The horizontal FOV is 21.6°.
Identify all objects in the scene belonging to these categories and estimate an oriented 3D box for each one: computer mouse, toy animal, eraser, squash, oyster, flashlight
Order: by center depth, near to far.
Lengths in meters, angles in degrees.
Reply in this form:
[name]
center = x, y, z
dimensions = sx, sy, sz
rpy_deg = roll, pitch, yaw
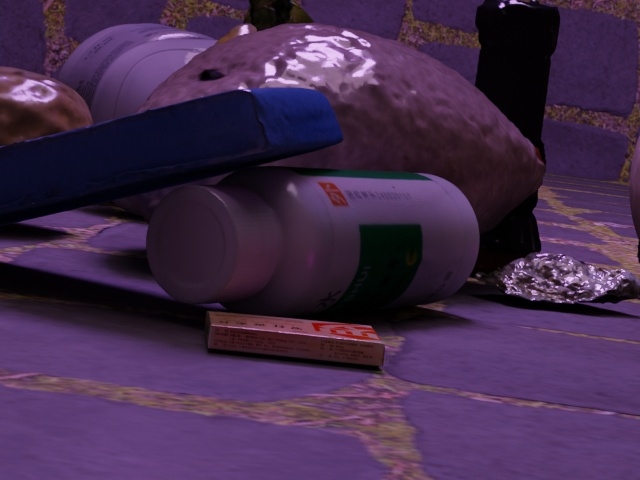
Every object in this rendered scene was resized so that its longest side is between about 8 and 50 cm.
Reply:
[eraser]
center = -0.154, -0.042, 1.031
dimensions = 0.312, 0.042, 0.144
rpy_deg = -12, 0, 19
[oyster]
center = 0.174, 0.029, 1.243
dimensions = 0.098, 0.037, 0.100
rpy_deg = 12, 7, 43
[toy animal]
center = 0.005, -0.069, 1.274
dimensions = 0.358, 0.188, 0.226
rpy_deg = 5, 12, -28
[flashlight]
center = 0.155, -0.086, 1.398
dimensions = 0.093, 0.232, 0.093
rpy_deg = 9, 7, -1
[computer mouse]
center = -0.061, -0.101, 1.530
dimensions = 0.297, 0.184, 0.121
rpy_deg = 8, -11, -7
[squash]
center = -0.019, -0.167, 1.677
dimensions = 0.087, 0.087, 0.331
rpy_deg = 9, -20, 21

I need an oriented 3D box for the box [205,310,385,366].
[box]
center = -0.015, 0.052, 0.895
dimensions = 0.093, 0.015, 0.058
rpy_deg = 6, 4, -6

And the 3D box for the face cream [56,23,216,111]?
[face cream]
center = -0.163, -0.125, 1.668
dimensions = 0.177, 0.177, 0.153
rpy_deg = 5, 8, -25

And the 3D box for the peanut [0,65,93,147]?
[peanut]
center = -0.320, -0.093, 1.287
dimensions = 0.291, 0.159, 0.143
rpy_deg = 7, 42, 0

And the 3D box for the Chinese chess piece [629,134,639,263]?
[Chinese chess piece]
center = 0.430, -0.034, 1.416
dimensions = 0.338, 0.140, 0.338
rpy_deg = 5, 17, -1

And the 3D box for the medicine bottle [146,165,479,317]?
[medicine bottle]
center = 0.000, 0.000, 1.040
dimensions = 0.095, 0.095, 0.260
rpy_deg = 11, 5, 34
